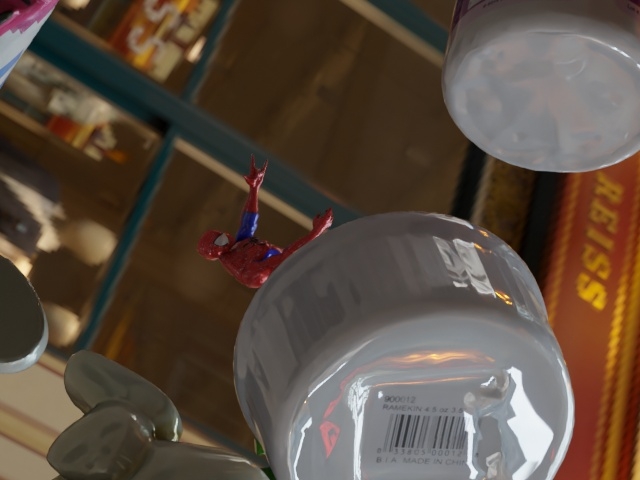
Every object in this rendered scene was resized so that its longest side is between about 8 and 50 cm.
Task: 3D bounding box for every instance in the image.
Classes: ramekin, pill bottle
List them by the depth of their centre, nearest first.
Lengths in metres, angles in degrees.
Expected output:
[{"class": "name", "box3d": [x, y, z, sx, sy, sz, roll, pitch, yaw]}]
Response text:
[{"class": "pill bottle", "box3d": [0.197, -0.214, 1.097, 0.169, 0.169, 0.301, -38, -151, 48]}, {"class": "ramekin", "box3d": [0.073, 0.128, 1.151, 0.277, 0.277, 0.135, -53, -156, 16]}]

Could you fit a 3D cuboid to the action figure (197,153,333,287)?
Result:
[{"class": "action figure", "box3d": [0.000, 0.000, 1.521, 0.091, 0.280, 0.139, 32, -73, 57]}]

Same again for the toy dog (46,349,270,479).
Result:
[{"class": "toy dog", "box3d": [-0.226, 0.360, 1.250, 0.395, 0.284, 0.408, 18, -132, 42]}]

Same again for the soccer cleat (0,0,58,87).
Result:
[{"class": "soccer cleat", "box3d": [-0.323, -0.195, 1.277, 0.331, 0.116, 0.143, -55, -168, 7]}]

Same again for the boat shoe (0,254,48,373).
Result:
[{"class": "boat shoe", "box3d": [-0.285, 0.043, 1.077, 0.079, 0.227, 0.081, -44, 147, -25]}]

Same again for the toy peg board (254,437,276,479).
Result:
[{"class": "toy peg board", "box3d": [-0.030, 0.216, 1.410, 0.160, 0.079, 0.161, 171, -85, -82]}]
